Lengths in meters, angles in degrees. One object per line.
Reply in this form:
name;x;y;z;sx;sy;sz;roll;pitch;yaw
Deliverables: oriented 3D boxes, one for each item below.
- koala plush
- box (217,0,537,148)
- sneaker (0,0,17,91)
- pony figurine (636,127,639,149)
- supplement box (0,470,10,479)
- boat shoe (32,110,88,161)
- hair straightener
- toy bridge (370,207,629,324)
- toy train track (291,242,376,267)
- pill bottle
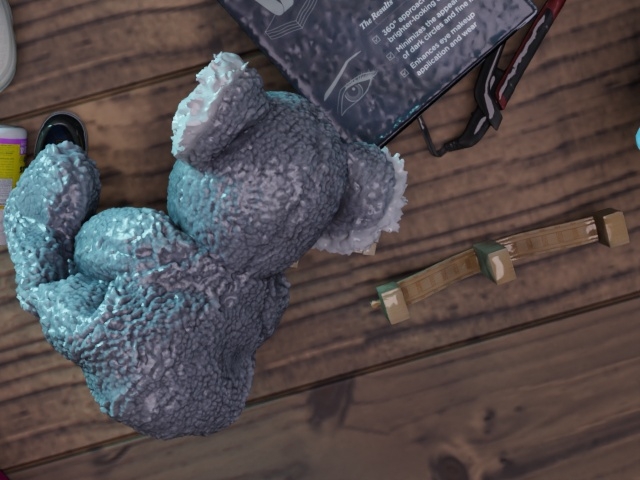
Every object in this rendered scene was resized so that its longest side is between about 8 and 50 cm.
koala plush;-0.064;-0.005;0.920;0.196;0.203;0.221;34;110;-31
box;0.039;-0.163;0.979;0.156;0.093;0.158;-40;91;12
sneaker;-0.281;-0.205;0.928;0.110;0.118;0.292;-30;124;-8
pony figurine;0.282;-0.226;0.908;0.363;0.303;0.351;-47;119;-24
supplement box;-0.253;0.237;1.027;0.111;0.114;0.220;-41;97;2
boat shoe;-0.190;-0.021;1.030;0.049;0.040;0.142;2;98;-4
hair straightener;0.126;-0.168;1.037;0.089;0.047;0.230;29;101;7
toy bridge;0.125;0.016;1.044;0.188;0.063;0.026;-19;99;-2
toy train track;0.000;0.000;1.059;0.083;0.014;0.048;9;98;-6
pill bottle;-0.232;-0.040;1.023;0.043;0.043;0.083;4;98;-4
